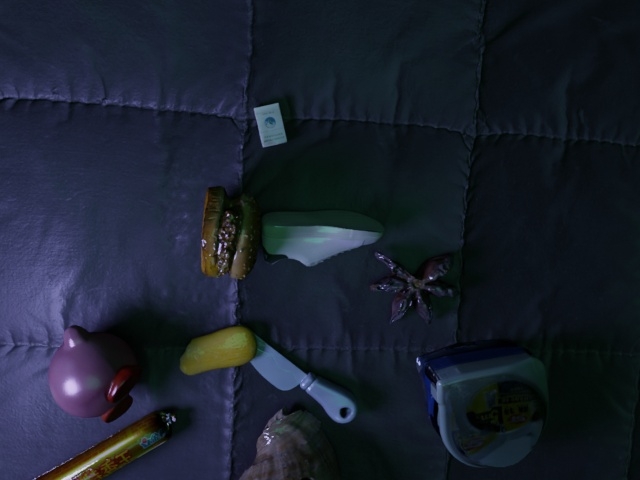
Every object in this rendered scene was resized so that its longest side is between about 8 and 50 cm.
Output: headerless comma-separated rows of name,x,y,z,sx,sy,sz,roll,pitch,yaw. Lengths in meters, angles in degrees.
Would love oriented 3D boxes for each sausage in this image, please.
sausage,-0.463,0.465,1.160,0.372,0.082,0.082,-29,100,-5

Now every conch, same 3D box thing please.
conch,-0.061,0.536,1.185,0.263,0.186,0.324,12,96,-28

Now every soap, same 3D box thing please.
soap,-0.219,0.234,1.185,0.169,0.033,0.089,-11,96,-2

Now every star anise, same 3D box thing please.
star anise,0.213,0.108,1.222,0.208,0.063,0.171,3,98,-9

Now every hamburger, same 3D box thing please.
hamburger,-0.175,-0.015,1.082,0.118,0.191,0.181,0,78,-8

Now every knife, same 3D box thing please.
knife,-0.062,0.300,1.221,0.331,0.044,0.080,34,98,-5

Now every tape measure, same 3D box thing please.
tape measure,0.368,0.369,1.241,0.259,0.138,0.262,-8,98,-6

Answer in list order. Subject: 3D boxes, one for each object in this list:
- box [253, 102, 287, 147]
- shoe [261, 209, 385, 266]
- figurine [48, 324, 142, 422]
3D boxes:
box,-0.104,-0.239,1.152,0.054,0.024,0.083,-13,100,-5
shoe,0.000,0.000,1.172,0.265,0.095,0.110,4,118,-15
figurine,-0.448,0.262,1.094,0.173,0.173,0.173,-1,97,-8
